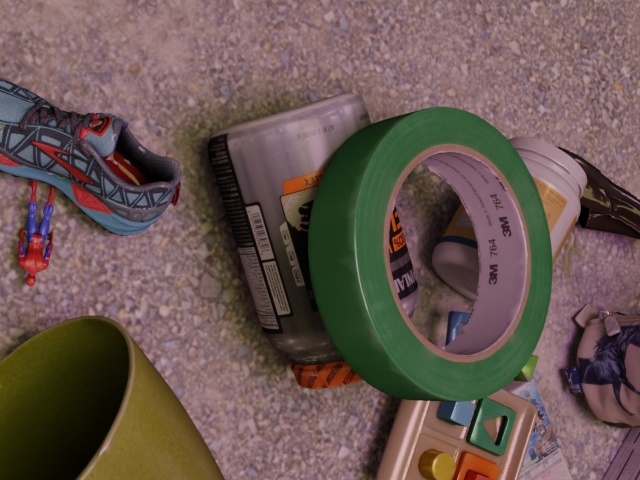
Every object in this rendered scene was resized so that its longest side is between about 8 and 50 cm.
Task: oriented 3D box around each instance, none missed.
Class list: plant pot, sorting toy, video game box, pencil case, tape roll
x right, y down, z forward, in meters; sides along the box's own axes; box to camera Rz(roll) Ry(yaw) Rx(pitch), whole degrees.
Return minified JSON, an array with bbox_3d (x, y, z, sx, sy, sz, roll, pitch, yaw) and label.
[{"bbox_3d":[-0.213,0.276,1.160,0.275,0.275,0.293,-53,126,-18],"label":"plant pot"},{"bbox_3d":[0.183,0.264,1.411,0.196,0.047,0.347,25,77,-22],"label":"sorting toy"},{"bbox_3d":[0.233,0.312,1.485,0.205,0.048,0.187,-26,102,-25],"label":"video game box"},{"bbox_3d":[0.512,0.148,1.429,0.183,0.410,0.160,50,58,-13],"label":"pencil case"},{"bbox_3d":[0.130,0.016,1.224,0.321,0.077,0.321,7,79,-40],"label":"tape roll"}]

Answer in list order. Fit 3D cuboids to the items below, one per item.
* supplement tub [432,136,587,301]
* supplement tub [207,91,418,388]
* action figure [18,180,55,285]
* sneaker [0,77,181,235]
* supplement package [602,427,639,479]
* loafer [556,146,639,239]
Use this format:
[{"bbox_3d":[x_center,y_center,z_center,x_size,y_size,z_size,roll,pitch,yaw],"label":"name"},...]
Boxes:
[{"bbox_3d":[0.251,-0.021,1.447,0.144,0.144,0.199,38,73,-21],"label":"supplement tub"},{"bbox_3d":[0.000,0.000,1.292,0.193,0.193,0.316,-21,99,-26],"label":"supplement tub"},{"bbox_3d":[-0.314,-0.006,1.224,0.038,0.030,0.115,10,78,-22],"label":"action figure"},{"bbox_3d":[-0.262,-0.114,1.190,0.262,0.125,0.104,31,48,-27],"label":"sneaker"},{"bbox_3d":[0.564,0.377,1.597,0.262,0.145,0.204,41,72,-20],"label":"supplement package"},{"bbox_3d":[0.399,-0.047,1.570,0.220,0.080,0.078,34,97,-12],"label":"loafer"}]
